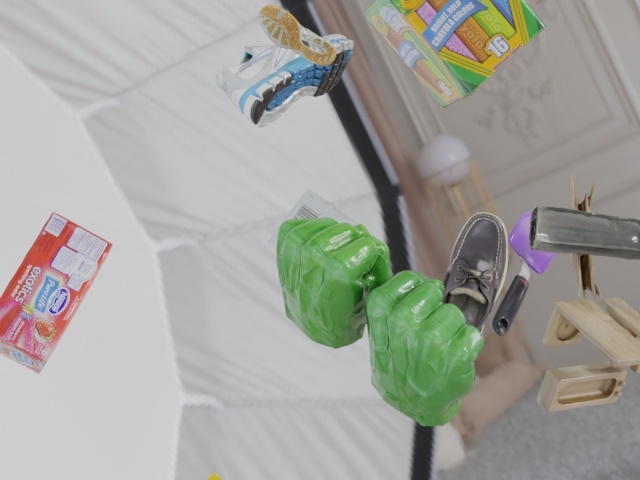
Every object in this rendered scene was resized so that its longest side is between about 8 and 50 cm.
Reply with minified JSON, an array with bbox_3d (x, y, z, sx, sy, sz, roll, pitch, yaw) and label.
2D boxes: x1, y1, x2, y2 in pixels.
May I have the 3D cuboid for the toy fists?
[{"bbox_3d":[0.058,0.070,1.224,0.096,0.279,0.142,-34,-37,-24],"label":"toy fists"}]

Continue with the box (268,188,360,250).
[{"bbox_3d":[0.000,0.000,1.653,0.101,0.102,0.087,-53,-18,-2],"label":"box"}]

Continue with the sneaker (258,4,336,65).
[{"bbox_3d":[-0.025,-0.191,1.083,0.032,0.083,0.037,-55,13,3],"label":"sneaker"}]

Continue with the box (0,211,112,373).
[{"bbox_3d":[-0.498,0.096,2.076,0.256,0.128,0.122,-65,9,-25],"label":"box"}]

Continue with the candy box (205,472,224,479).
[{"bbox_3d":[-0.092,0.434,1.673,0.027,0.206,0.105,-40,-24,-32],"label":"candy box"}]

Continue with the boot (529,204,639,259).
[{"bbox_3d":[0.384,-0.012,1.520,0.209,0.076,0.189,1,9,11],"label":"boot"}]

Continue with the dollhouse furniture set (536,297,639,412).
[{"bbox_3d":[0.352,0.165,1.383,0.144,0.151,0.123,-3,31,-29],"label":"dollhouse furniture set"}]

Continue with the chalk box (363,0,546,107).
[{"bbox_3d":[0.199,-0.396,1.925,0.179,0.289,0.180,-43,4,-7],"label":"chalk box"}]

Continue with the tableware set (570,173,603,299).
[{"bbox_3d":[0.387,0.006,1.650,0.039,0.128,0.194,-5,45,16],"label":"tableware set"}]

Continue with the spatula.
[{"bbox_3d":[0.299,0.051,1.700,0.030,0.084,0.296,-39,9,36],"label":"spatula"}]

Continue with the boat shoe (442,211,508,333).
[{"bbox_3d":[0.257,0.089,1.969,0.103,0.285,0.092,18,-1,6],"label":"boat shoe"}]

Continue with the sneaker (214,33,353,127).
[{"bbox_3d":[-0.038,-0.192,1.237,0.191,0.083,0.071,-32,-29,-46],"label":"sneaker"}]
